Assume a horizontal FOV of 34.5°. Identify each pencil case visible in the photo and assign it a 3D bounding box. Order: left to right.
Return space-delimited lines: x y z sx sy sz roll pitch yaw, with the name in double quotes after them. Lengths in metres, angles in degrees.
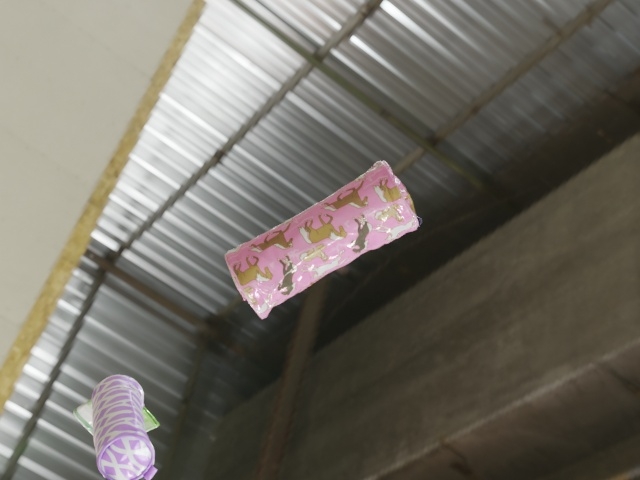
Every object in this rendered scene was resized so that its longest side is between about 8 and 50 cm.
-0.290 0.276 1.522 0.086 0.088 0.206 -57 -156 11 "pencil case"
0.000 0.000 2.003 0.386 0.167 0.160 -31 -133 0 "pencil case"

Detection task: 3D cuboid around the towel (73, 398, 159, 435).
-0.397 0.345 1.990 0.152 0.113 0.023 -28 -160 32 "towel"
